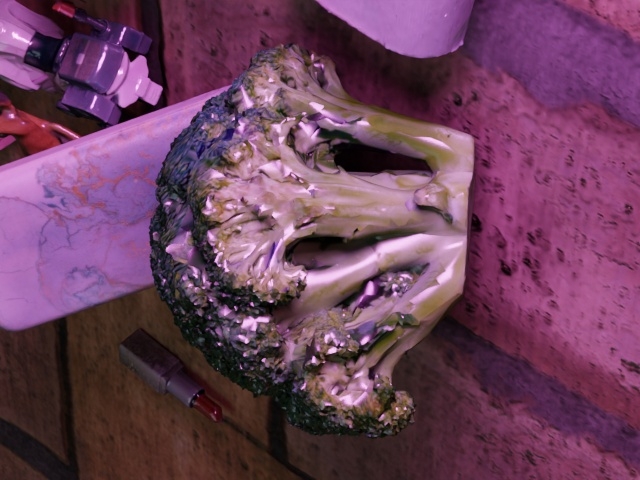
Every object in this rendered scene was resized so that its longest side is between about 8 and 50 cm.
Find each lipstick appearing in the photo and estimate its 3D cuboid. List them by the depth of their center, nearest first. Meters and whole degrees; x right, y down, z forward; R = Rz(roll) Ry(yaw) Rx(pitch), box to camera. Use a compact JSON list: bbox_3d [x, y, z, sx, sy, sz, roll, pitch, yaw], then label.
[{"bbox_3d":[-0.141,0.139,1.861,0.129,0.030,0.030,37,145,20],"label":"lipstick"}]

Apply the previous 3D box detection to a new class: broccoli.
[{"bbox_3d":[0.000,0.000,1.396,0.245,0.265,0.294,-3,93,19],"label":"broccoli"}]

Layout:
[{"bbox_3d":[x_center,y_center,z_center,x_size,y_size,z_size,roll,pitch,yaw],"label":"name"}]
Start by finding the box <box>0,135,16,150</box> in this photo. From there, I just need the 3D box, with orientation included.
[{"bbox_3d":[-0.360,-0.088,1.806,0.089,0.125,0.043,4,124,47],"label":"box"}]

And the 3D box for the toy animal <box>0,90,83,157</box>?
[{"bbox_3d":[-0.235,-0.030,1.690,0.312,0.158,0.097,120,145,-62],"label":"toy animal"}]

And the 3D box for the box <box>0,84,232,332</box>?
[{"bbox_3d":[-0.162,-0.024,1.561,0.285,0.044,0.142,-19,113,11],"label":"box"}]

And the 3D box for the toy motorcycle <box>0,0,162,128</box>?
[{"bbox_3d":[-0.242,-0.161,1.605,0.221,0.102,0.150,18,171,31],"label":"toy motorcycle"}]

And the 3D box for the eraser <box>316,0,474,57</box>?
[{"bbox_3d":[0.040,-0.246,1.210,0.174,0.081,0.227,37,146,20],"label":"eraser"}]

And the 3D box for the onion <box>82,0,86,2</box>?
[{"bbox_3d":[-0.178,-0.247,1.453,0.117,0.118,0.118,21,152,-17],"label":"onion"}]
